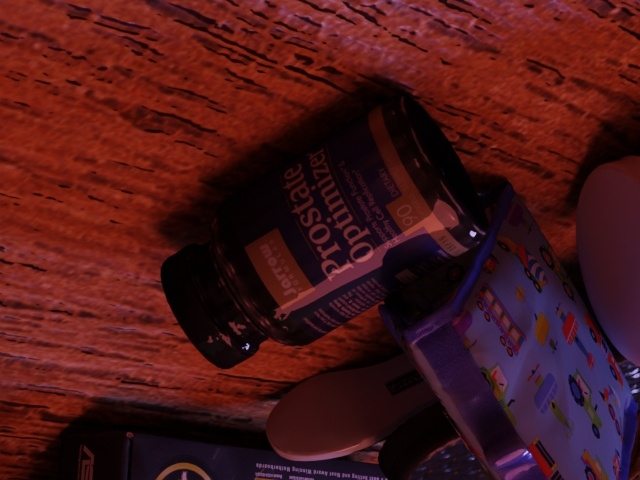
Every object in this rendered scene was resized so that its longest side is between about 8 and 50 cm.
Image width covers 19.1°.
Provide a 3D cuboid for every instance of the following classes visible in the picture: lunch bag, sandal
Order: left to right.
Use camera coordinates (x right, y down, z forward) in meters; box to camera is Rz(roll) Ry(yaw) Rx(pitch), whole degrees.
[{"bbox_3d":[0.141,0.110,1.404,0.138,0.221,0.293,-29,-170,10],"label":"lunch bag"},{"bbox_3d":[0.243,0.089,1.676,0.445,0.107,0.167,-21,152,-17],"label":"sandal"}]

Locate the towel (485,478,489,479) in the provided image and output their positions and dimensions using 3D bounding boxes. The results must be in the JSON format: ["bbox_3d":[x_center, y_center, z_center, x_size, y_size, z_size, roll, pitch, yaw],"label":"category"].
[{"bbox_3d":[0.176,0.220,1.952,0.102,0.021,0.237,-27,150,5],"label":"towel"}]

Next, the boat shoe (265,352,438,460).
[{"bbox_3d":[0.058,0.149,1.694,0.219,0.078,0.070,-20,150,-9],"label":"boat shoe"}]

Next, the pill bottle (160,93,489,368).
[{"bbox_3d":[0.000,0.000,1.361,0.219,0.123,0.123,-32,150,14],"label":"pill bottle"}]

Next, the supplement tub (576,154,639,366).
[{"bbox_3d":[0.365,-0.008,1.534,0.272,0.191,0.191,-13,149,-18],"label":"supplement tub"}]

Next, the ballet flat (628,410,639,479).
[{"bbox_3d":[0.340,0.252,2.005,0.116,0.124,0.342,-20,156,-43],"label":"ballet flat"}]

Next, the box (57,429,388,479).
[{"bbox_3d":[-0.072,0.342,1.686,0.097,0.318,0.395,-3,167,41],"label":"box"}]
